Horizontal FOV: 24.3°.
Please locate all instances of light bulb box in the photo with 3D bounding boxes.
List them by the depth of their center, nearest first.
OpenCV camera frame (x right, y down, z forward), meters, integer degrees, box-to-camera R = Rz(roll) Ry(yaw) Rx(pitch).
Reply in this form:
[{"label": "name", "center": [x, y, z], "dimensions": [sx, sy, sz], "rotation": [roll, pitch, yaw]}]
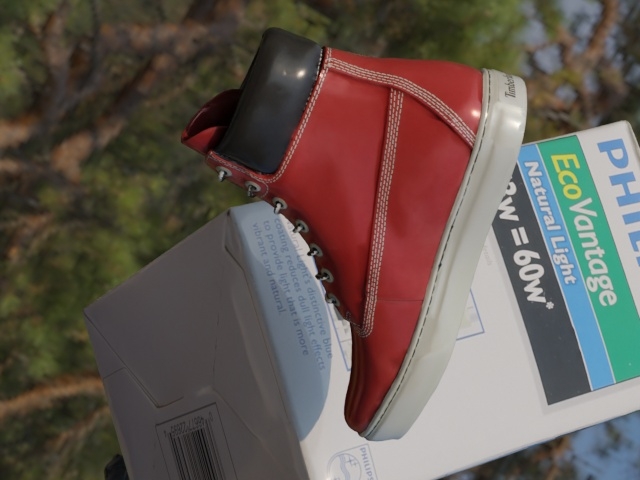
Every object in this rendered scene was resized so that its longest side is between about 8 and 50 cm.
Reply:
[{"label": "light bulb box", "center": [0.048, 0.083, 1.211], "dimensions": [0.361, 0.225, 0.358], "rotation": [-13, 173, -28]}]

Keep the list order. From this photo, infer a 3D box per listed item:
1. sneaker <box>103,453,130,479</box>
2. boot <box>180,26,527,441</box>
[{"label": "sneaker", "center": [-0.108, 0.282, 1.457], "dimensions": [0.078, 0.234, 0.106], "rotation": [127, -17, -58]}, {"label": "boot", "center": [0.000, 0.000, 0.847], "dimensions": [0.088, 0.176, 0.244], "rotation": [-89, -169, -60]}]
